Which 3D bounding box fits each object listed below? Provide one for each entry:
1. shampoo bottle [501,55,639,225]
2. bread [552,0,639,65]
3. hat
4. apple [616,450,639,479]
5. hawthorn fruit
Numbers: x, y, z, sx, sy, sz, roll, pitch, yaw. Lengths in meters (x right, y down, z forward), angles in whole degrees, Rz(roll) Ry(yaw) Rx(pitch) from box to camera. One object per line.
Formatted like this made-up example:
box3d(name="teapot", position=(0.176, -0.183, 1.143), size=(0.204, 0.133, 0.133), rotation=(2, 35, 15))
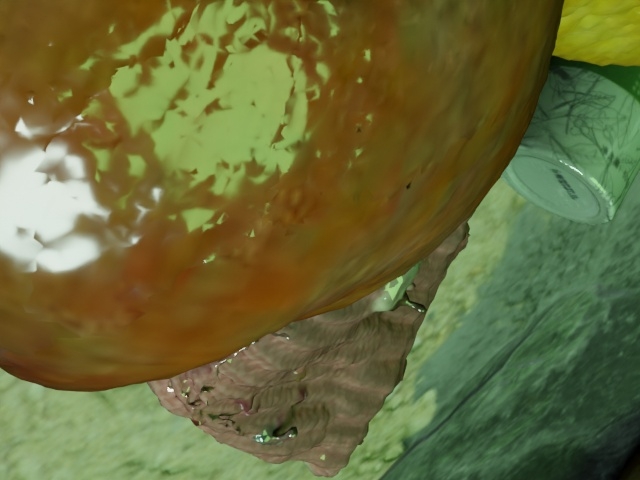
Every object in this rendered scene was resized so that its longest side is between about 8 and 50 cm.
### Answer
box3d(name="shampoo bottle", position=(0.152, -0.104, 0.885), size=(0.204, 0.065, 0.065), rotation=(-59, 153, -19))
box3d(name="bread", position=(0.165, -0.178, 0.678), size=(0.312, 0.172, 0.312), rotation=(-15, 165, -4))
box3d(name="hat", position=(0.000, 0.000, 0.842), size=(0.286, 0.107, 0.236), rotation=(15, 101, -60))
box3d(name="apple", position=(0.288, 0.214, 1.343), size=(0.188, 0.188, 0.174), rotation=(-31, 158, -18))
box3d(name="hawthorn fruit", position=(-0.051, -0.122, 0.508), size=(0.277, 0.277, 0.298), rotation=(11, 111, -52))
